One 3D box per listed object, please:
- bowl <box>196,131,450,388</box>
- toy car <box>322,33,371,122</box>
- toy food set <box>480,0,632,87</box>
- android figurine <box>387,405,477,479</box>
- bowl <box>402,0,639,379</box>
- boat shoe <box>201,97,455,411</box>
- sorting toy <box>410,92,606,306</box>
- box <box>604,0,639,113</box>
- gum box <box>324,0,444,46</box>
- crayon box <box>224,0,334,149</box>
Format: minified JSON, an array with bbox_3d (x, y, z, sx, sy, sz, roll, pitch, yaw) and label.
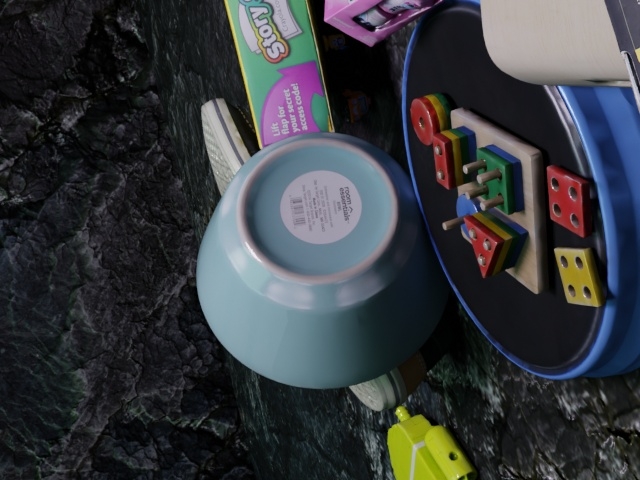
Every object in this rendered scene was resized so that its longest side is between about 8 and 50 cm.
[{"bbox_3d":[0.000,0.000,1.126,0.163,0.312,0.311,83,164,-65],"label":"bowl"},{"bbox_3d":[0.039,-0.220,1.307,0.060,0.041,0.122,-137,32,-79],"label":"toy car"},{"bbox_3d":[0.199,-0.242,0.604,0.220,0.092,0.306,17,118,56],"label":"toy food set"},{"bbox_3d":[0.175,0.371,1.458,0.248,0.056,0.273,87,158,-45],"label":"android figurine"},{"bbox_3d":[0.186,-0.054,0.906,0.391,0.077,0.391,162,90,-74],"label":"bowl"},{"bbox_3d":[-0.001,-0.005,1.339,0.500,0.156,0.187,53,163,19],"label":"boat shoe"},{"bbox_3d":[0.145,-0.029,0.846,0.274,0.046,0.132,-134,29,-57],"label":"sorting toy"},{"bbox_3d":[0.261,-0.166,0.344,0.395,0.097,0.318,-20,86,62],"label":"box"},{"bbox_3d":[0.063,-0.280,0.897,0.107,0.062,0.188,-23,56,45],"label":"gum box"},{"bbox_3d":[-0.066,-0.331,1.267,0.313,0.106,0.362,-97,-6,-72],"label":"crayon box"}]
